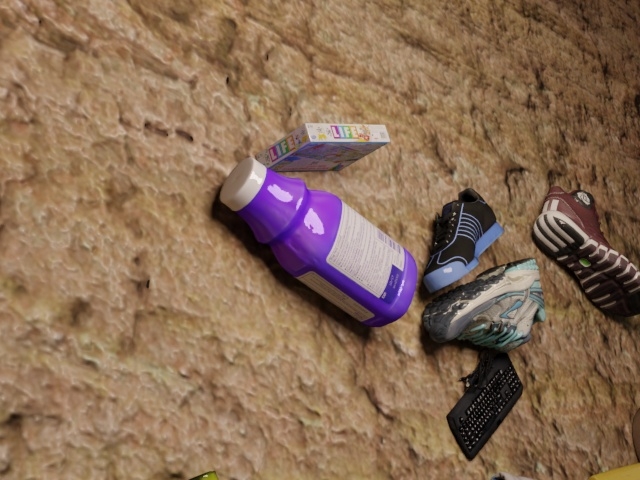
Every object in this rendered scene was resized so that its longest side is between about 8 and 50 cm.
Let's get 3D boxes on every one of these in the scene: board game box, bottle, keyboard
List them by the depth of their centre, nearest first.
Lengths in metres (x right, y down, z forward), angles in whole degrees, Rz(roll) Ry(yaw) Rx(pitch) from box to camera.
[{"bbox_3d":[0.000,0.000,1.152,0.283,0.092,0.118,35,49,-27],"label":"bottle"},{"bbox_3d":[0.004,-0.123,1.208,0.154,0.103,0.026,-6,75,-46],"label":"board game box"},{"bbox_3d":[0.247,0.226,1.325,0.192,0.038,0.100,-37,98,-48],"label":"keyboard"}]

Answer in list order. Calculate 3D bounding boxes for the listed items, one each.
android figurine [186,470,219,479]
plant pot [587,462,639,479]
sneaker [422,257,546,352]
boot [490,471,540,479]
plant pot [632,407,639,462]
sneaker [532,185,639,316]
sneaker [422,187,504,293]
[{"bbox_3d":[-0.112,0.375,0.889,0.248,0.056,0.273,-13,79,-47],"label":"android figurine"},{"bbox_3d":[0.444,0.437,1.274,0.187,0.212,0.212,12,40,-18],"label":"plant pot"},{"bbox_3d":[0.262,0.112,1.345,0.283,0.110,0.122,-20,89,-47],"label":"sneaker"},{"bbox_3d":[0.287,0.440,1.219,0.123,0.095,0.258,22,41,-28],"label":"boot"},{"bbox_3d":[0.674,0.332,1.547,0.263,0.229,0.263,21,57,-36],"label":"plant pot"},{"bbox_3d":[0.501,0.002,1.635,0.281,0.106,0.162,42,44,-21],"label":"sneaker"},{"bbox_3d":[0.200,-0.003,1.364,0.090,0.081,0.232,56,36,-4],"label":"sneaker"}]
